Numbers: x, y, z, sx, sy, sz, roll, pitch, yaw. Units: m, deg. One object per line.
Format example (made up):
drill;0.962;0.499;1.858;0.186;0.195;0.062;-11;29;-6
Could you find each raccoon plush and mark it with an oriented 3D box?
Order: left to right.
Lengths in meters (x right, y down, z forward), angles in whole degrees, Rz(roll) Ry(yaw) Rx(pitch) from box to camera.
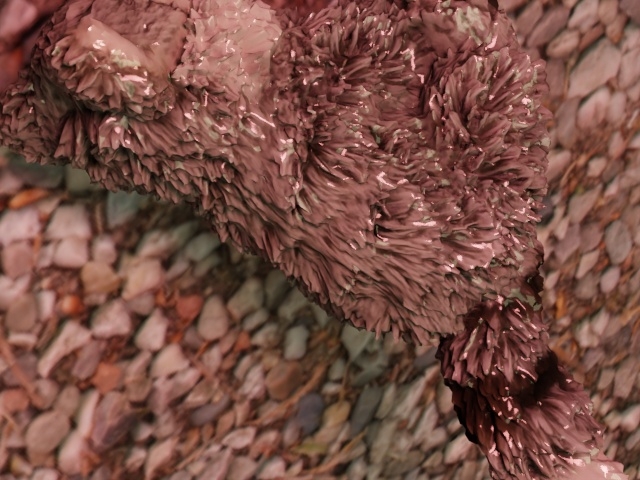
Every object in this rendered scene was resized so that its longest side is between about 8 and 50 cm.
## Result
raccoon plush;0.000;0.000;1.055;0.299;0.446;0.216;-14;154;-35
